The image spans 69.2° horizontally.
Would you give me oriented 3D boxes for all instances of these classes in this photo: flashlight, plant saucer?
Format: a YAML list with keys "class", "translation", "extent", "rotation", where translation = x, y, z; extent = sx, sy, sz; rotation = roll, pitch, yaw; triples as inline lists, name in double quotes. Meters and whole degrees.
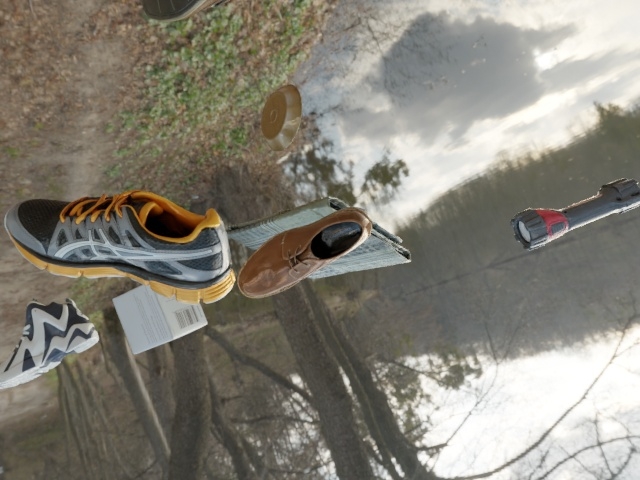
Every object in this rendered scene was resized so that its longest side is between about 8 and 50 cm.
- class: "flashlight"
  translation: [0.648, -0.073, 1.184]
  extent: [0.304, 0.103, 0.103]
  rotation: [-22, 158, -3]
- class: "plant saucer"
  translation: [-0.052, -0.152, 0.572]
  extent: [0.015, 0.083, 0.083]
  rotation: [6, 158, -38]

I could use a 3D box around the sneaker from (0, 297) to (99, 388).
- class: "sneaker"
  translation: [-0.635, 0.211, 1.024]
  extent: [0.235, 0.153, 0.094]
  rotation: [-30, 167, -12]

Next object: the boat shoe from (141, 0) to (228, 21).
- class: "boat shoe"
  translation: [-0.225, -0.518, 0.939]
  extent: [0.308, 0.110, 0.104]
  rotation: [-7, -171, 30]

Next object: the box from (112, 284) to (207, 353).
- class: "box"
  translation: [-0.266, 0.119, 0.777]
  extent: [0.087, 0.101, 0.101]
  rotation: [-24, 177, 19]

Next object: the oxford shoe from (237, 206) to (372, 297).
- class: "oxford shoe"
  translation: [-0.030, 0.018, 0.630]
  extent: [0.212, 0.076, 0.076]
  rotation: [-31, -175, 12]

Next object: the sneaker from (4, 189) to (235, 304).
- class: "sneaker"
  translation: [-0.180, -0.011, 0.427]
  extent: [0.215, 0.084, 0.083]
  rotation: [12, 126, 0]

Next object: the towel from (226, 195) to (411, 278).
- class: "towel"
  translation: [0.000, 0.000, 1.048]
  extent: [0.324, 0.056, 0.312]
  rotation: [-13, 149, 39]
